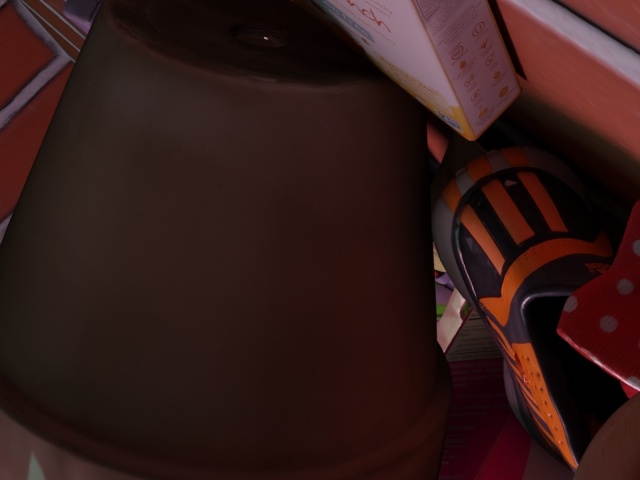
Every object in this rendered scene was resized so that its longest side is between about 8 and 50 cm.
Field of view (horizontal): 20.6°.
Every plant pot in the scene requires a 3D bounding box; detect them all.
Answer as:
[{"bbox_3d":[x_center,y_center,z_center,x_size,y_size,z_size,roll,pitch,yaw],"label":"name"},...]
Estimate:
[{"bbox_3d":[-0.057,-0.005,1.085,0.323,0.280,0.323,8,-154,-4],"label":"plant pot"}]

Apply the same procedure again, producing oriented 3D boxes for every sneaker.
[{"bbox_3d":[0.175,0.102,1.028,0.321,0.124,0.180,48,-169,-38],"label":"sneaker"}]

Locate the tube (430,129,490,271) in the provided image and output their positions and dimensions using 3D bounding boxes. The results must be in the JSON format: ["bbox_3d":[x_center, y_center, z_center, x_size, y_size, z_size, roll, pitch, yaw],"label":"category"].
[{"bbox_3d":[0.104,-0.023,1.194,0.070,0.062,0.240,5,171,-5],"label":"tube"}]

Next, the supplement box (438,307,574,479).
[{"bbox_3d":[0.130,0.145,1.206,0.114,0.220,0.111,-8,130,51],"label":"supplement box"}]

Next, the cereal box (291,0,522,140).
[{"bbox_3d":[0.006,-0.162,0.879,0.173,0.047,0.240,42,174,29],"label":"cereal box"}]

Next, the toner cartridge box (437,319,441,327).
[{"bbox_3d":[0.000,0.000,2.087,0.348,0.075,0.165,40,172,42],"label":"toner cartridge box"}]

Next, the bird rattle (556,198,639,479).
[{"bbox_3d":[0.189,0.093,0.726,0.253,0.207,0.143,31,151,30],"label":"bird rattle"}]

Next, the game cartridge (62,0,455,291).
[{"bbox_3d":[-0.021,-0.074,1.373,0.230,0.068,0.355,33,175,41],"label":"game cartridge"}]

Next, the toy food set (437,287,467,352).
[{"bbox_3d":[0.196,0.092,1.353,0.218,0.071,0.128,35,138,25],"label":"toy food set"}]

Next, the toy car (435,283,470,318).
[{"bbox_3d":[0.110,0.062,1.505,0.225,0.239,0.053,-106,20,-51],"label":"toy car"}]
